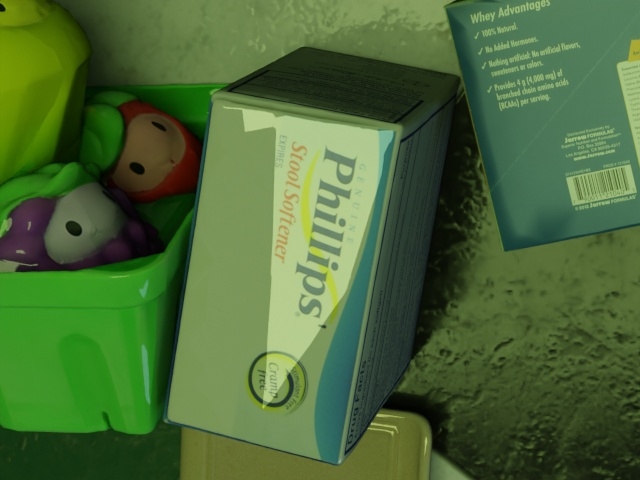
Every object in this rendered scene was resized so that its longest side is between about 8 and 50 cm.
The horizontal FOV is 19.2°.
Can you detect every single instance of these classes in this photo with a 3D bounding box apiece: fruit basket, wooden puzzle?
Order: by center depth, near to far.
[{"bbox_3d":[-0.212,-0.074,1.506,0.283,0.392,0.392,0,102,15],"label":"fruit basket"},{"bbox_3d":[-0.016,0.245,1.701,0.238,0.044,0.221,7,104,17],"label":"wooden puzzle"}]

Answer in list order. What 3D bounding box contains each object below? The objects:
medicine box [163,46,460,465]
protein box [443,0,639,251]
[{"bbox_3d":[0.000,0.000,1.508,0.149,0.289,0.263,12,105,11],"label":"medicine box"},{"bbox_3d":[0.226,-0.118,1.505,0.200,0.136,0.201,-12,99,17],"label":"protein box"}]
